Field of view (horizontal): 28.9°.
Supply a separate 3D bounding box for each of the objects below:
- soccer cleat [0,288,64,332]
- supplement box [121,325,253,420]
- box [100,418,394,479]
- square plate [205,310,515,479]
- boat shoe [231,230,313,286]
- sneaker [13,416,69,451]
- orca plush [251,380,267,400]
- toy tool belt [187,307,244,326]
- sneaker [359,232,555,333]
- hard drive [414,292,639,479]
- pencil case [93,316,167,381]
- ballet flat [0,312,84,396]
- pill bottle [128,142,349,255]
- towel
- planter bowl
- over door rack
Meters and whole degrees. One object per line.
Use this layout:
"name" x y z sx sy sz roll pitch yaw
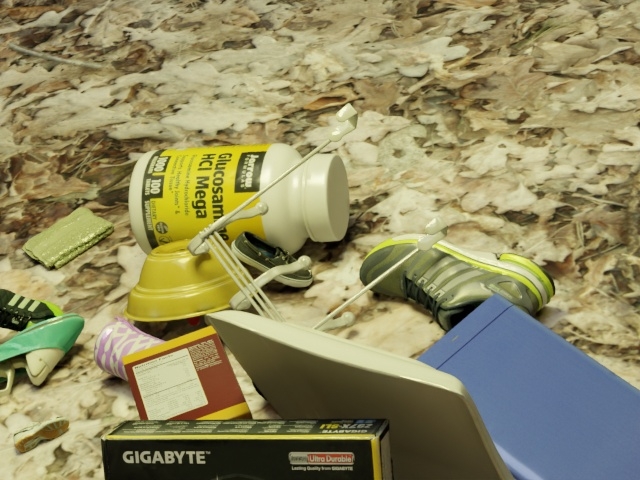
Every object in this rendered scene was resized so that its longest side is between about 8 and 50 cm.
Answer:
"soccer cleat" -0.475 0.117 1.951 0.179 0.060 0.072 13 21 -43
"supplement box" -0.152 0.251 1.588 0.129 0.191 0.194 -19 34 -8
"box" -0.075 0.331 1.385 0.322 0.257 0.079 -2 8 16
"square plate" 0.072 0.206 1.444 0.347 0.344 0.049 14 60 35
"boat shoe" -0.072 0.030 1.957 0.142 0.040 0.049 25 38 -13
"sneaker" -0.405 0.271 1.793 0.083 0.031 0.037 -23 35 -15
"orca plush" 0.033 0.223 1.694 0.287 0.102 0.151 6 -8 10
"toy tool belt" -0.162 0.116 1.929 0.083 0.052 0.051 -8 4 3
"sneaker" 0.182 0.072 1.816 0.300 0.111 0.121 7 43 32
"hard drive" 0.277 0.214 1.546 0.319 0.040 0.210 36 55 28
"pencil case" -0.240 0.177 1.819 0.206 0.088 0.086 13 2 36
"ballet flat" -0.469 0.193 1.904 0.247 0.083 0.087 -20 62 -9
"pill bottle" -0.130 -0.064 2.047 0.334 0.187 0.188 -2 35 16
"towel" -0.451 -0.005 2.219 0.148 0.027 0.110 -34 40 -28
"planter bowl" -0.207 0.050 1.931 0.217 0.090 0.217 -10 12 2
"over door rack" 0.000 0.000 1.825 0.324 0.108 0.239 -40 76 5
